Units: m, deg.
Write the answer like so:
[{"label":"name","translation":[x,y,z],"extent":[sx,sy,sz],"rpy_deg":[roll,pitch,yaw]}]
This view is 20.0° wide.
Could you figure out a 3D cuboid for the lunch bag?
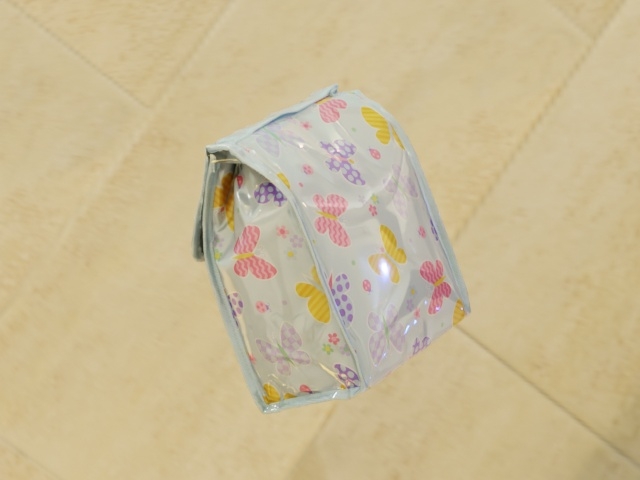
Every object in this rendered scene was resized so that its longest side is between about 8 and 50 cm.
[{"label":"lunch bag","translation":[0.000,0.000,0.549],"extent":[0.071,0.053,0.083],"rpy_deg":[-33,107,-52]}]
